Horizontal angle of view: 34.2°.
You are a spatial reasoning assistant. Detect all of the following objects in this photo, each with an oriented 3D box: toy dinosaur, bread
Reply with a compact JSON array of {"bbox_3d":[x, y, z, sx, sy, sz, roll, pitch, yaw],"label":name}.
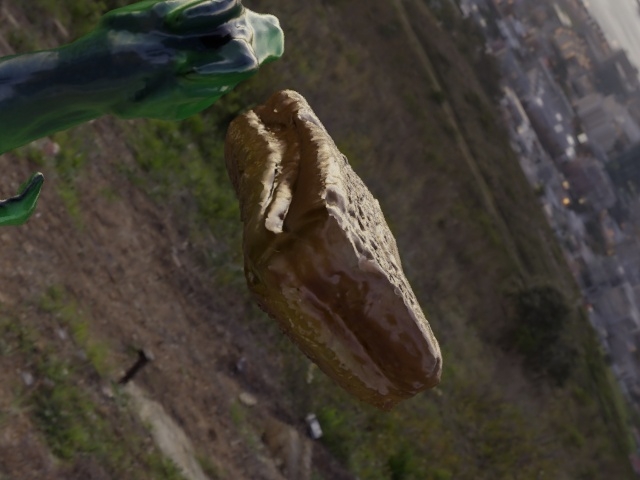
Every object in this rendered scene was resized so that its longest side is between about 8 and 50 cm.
[{"bbox_3d":[-0.256,-0.026,0.379,0.500,0.374,0.144,-24,101,-69],"label":"toy dinosaur"},{"bbox_3d":[0.001,-0.001,0.640,0.139,0.077,0.271,53,6,-24],"label":"bread"}]
